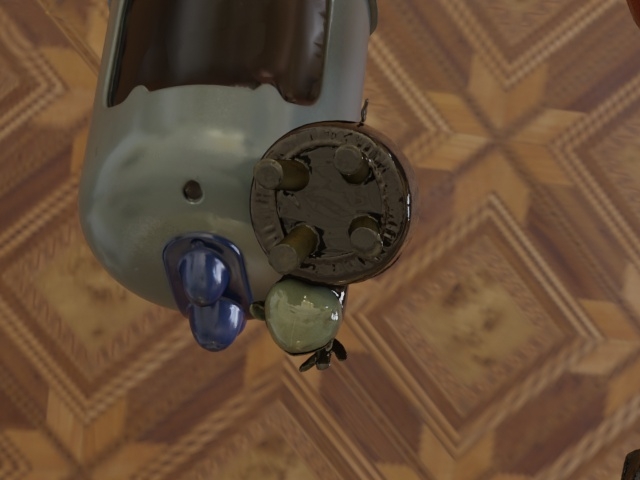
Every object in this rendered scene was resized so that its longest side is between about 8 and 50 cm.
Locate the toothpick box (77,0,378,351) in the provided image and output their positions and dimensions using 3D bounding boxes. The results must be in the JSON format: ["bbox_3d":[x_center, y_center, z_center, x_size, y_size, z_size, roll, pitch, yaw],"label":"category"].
[{"bbox_3d":[-0.080,-0.082,1.582,0.263,0.263,0.355,13,50,-10],"label":"toothpick box"}]

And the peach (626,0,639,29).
[{"bbox_3d":[0.441,-0.312,1.526,0.406,0.335,0.310,-10,99,8],"label":"peach"}]

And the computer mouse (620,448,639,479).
[{"bbox_3d":[0.305,0.241,1.616,0.099,0.057,0.172,30,65,0],"label":"computer mouse"}]

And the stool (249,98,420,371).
[{"bbox_3d":[0.000,0.000,1.378,0.125,0.121,0.217,20,102,7],"label":"stool"}]
